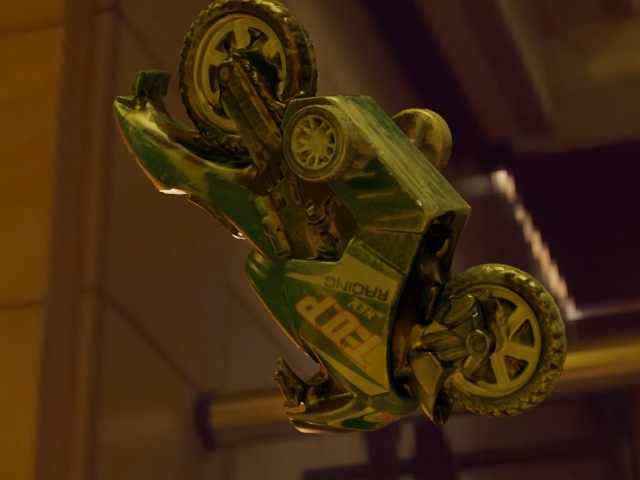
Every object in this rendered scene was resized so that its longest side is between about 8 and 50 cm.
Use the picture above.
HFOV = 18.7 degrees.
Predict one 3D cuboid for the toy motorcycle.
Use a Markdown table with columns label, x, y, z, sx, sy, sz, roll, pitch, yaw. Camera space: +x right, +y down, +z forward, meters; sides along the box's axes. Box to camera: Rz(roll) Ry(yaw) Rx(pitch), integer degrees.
| label | x | y | z | sx | sy | sz | roll | pitch | yaw |
| --- | --- | --- | --- | --- | --- | --- | --- | --- | --- |
| toy motorcycle | 0.000 | 0.000 | 0.898 | 0.254 | 0.135 | 0.092 | 50 | 27 | 20 |
